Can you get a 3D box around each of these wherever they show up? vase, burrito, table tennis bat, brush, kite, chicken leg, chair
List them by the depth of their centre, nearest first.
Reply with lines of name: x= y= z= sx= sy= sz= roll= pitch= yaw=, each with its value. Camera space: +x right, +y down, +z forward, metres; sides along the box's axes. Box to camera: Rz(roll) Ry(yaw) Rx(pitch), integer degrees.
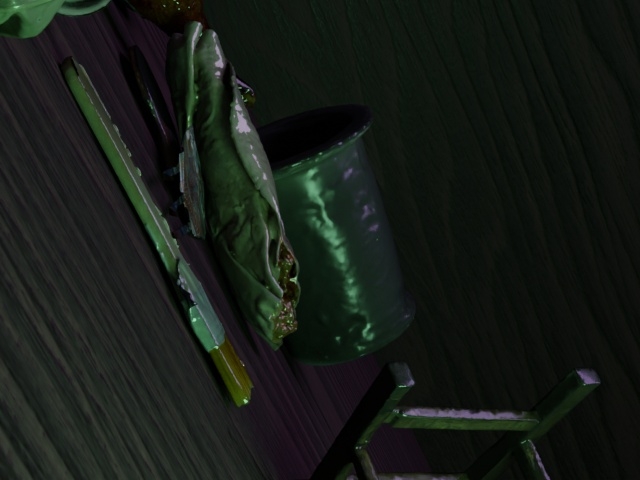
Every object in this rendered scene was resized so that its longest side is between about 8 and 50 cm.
brush: x=-0.143 y=-0.008 z=1.252 sx=0.336 sy=0.020 sz=0.085 roll=63 pitch=4 yaw=-6
chair: x=0.088 y=0.306 z=1.339 sx=0.241 sy=0.416 sz=0.203 roll=1 pitch=50 yaw=-35
kite: x=-0.141 y=-0.053 z=1.495 sx=0.229 sy=0.016 sz=0.127 roll=-70 pitch=151 yaw=-83
table tennis bat: x=-0.181 y=-0.136 z=1.620 sx=0.220 sy=0.019 sz=0.130 roll=-112 pitch=179 yaw=-46
burrito: x=-0.099 y=-0.070 z=1.625 sx=0.117 sy=0.076 sz=0.392 roll=-48 pitch=-124 yaw=54
chicken leg: x=-0.204 y=-0.312 z=1.718 sx=0.407 sy=0.096 sz=0.158 roll=55 pitch=-10 yaw=-16
vase: x=0.000 y=0.000 z=1.849 sx=0.245 sy=0.245 sz=0.291 roll=-105 pitch=175 yaw=-74

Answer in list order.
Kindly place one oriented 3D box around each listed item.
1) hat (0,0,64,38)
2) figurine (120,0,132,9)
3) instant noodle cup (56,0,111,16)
hat: x=-0.223 y=-0.189 z=0.926 sx=0.166 sy=0.081 sz=0.122 roll=42 pitch=18 yaw=-56
figurine: x=-0.212 y=-0.349 z=1.893 sx=0.144 sy=0.178 sz=0.114 roll=-4 pitch=-84 yaw=51
instant noodle cup: x=-0.220 y=-0.271 z=1.274 sx=0.135 sy=0.127 sz=0.127 roll=-100 pitch=167 yaw=-47
